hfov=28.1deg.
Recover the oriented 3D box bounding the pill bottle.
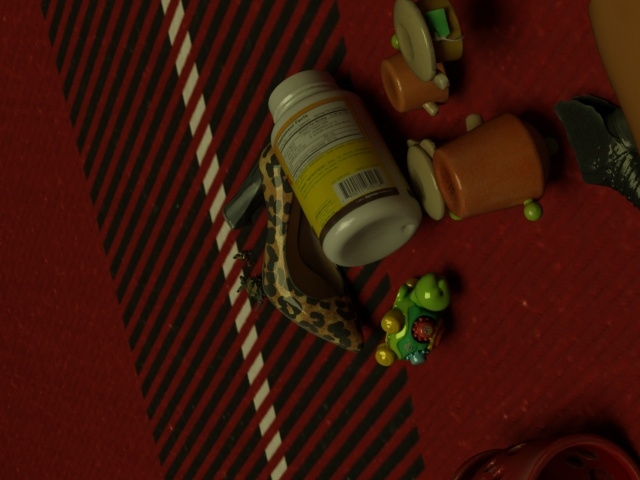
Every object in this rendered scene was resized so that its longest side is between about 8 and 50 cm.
[{"bbox_3d":[0.019,-0.085,1.425,0.215,0.117,0.117,64,145,28],"label":"pill bottle"}]

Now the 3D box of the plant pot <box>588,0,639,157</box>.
[{"bbox_3d":[0.333,-0.142,0.932,0.203,0.291,0.291,59,141,10],"label":"plant pot"}]

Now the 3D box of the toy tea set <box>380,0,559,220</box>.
[{"bbox_3d":[0.142,-0.172,1.298,0.200,0.124,0.336,-139,30,-71],"label":"toy tea set"}]

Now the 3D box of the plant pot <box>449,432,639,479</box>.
[{"bbox_3d":[0.236,0.304,1.377,0.174,0.191,0.191,-16,99,59],"label":"plant pot"}]

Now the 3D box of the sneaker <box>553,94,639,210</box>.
[{"bbox_3d":[0.289,-0.067,1.214,0.089,0.051,0.170,-26,86,51],"label":"sneaker"}]

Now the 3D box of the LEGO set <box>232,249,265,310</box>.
[{"bbox_3d":[-0.091,0.053,1.729,0.054,0.023,0.083,3,100,45],"label":"LEGO set"}]

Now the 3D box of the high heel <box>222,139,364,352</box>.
[{"bbox_3d":[0.000,0.000,1.548,0.261,0.093,0.186,51,131,11],"label":"high heel"}]

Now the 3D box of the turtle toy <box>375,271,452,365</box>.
[{"bbox_3d":[0.113,0.089,1.473,0.066,0.095,0.130,20,128,14],"label":"turtle toy"}]
